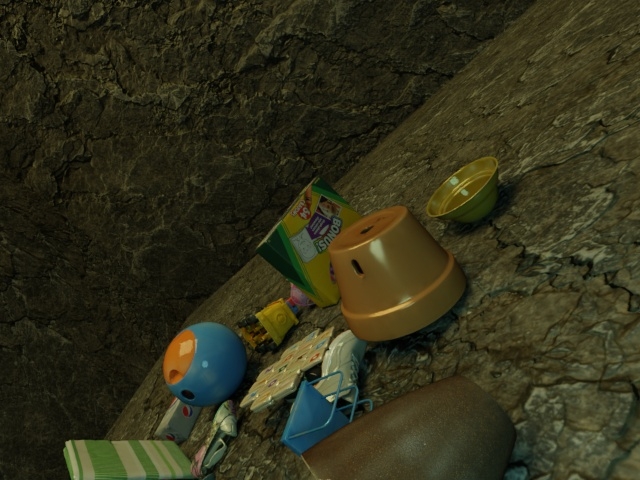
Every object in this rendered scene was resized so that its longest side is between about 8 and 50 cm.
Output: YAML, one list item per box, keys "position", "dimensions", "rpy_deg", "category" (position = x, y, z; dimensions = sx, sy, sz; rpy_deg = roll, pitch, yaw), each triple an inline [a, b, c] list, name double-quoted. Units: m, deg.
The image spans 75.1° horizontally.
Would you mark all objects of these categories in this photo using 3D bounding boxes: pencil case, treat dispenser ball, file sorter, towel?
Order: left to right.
- position: [-0.546, 0.638, 1.201]
  dimensions: [0.248, 0.325, 0.038]
  rpy_deg: [0, 74, 53]
  category: "towel"
- position: [-0.404, 0.435, 1.475]
  dimensions: [0.288, 0.288, 0.288]
  rpy_deg: [-43, 14, 13]
  category: "treat dispenser ball"
- position: [-0.060, 0.154, 1.609]
  dimensions: [0.124, 0.124, 0.284]
  rpy_deg: [-45, 11, 5]
  category: "pencil case"
- position: [0.043, 0.324, 0.703]
  dimensions: [0.104, 0.170, 0.118]
  rpy_deg: [-33, 18, 33]
  category: "file sorter"

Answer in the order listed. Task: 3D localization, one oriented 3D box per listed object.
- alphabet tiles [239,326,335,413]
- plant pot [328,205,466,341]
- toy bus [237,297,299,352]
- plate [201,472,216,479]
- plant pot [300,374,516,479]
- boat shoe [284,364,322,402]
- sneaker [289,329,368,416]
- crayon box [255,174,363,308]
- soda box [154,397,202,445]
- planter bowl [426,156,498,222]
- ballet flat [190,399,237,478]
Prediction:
- position: [-0.079, 0.329, 1.077]
  dimensions: [0.278, 0.021, 0.284]
  rpy_deg: [-37, 4, 20]
  category: "alphabet tiles"
- position: [0.148, 0.057, 0.944]
  dimensions: [0.291, 0.203, 0.291]
  rpy_deg: [-29, 13, 7]
  category: "plant pot"
- position: [-0.179, 0.296, 1.556]
  dimensions: [0.211, 0.149, 0.220]
  rpy_deg: [-39, 4, -36]
  category: "toy bus"
- position: [-0.308, 0.643, 0.982]
  dimensions: [0.188, 0.024, 0.188]
  rpy_deg: [-50, -20, -26]
  category: "plate"
- position: [0.130, 0.288, 0.528]
  dimensions: [0.230, 0.215, 0.215]
  rpy_deg: [-34, 9, -17]
  category: "plant pot"
- position: [-0.039, 0.358, 1.060]
  dimensions: [0.228, 0.069, 0.081]
  rpy_deg: [-34, 17, 40]
  category: "boat shoe"
- position: [0.053, 0.313, 0.911]
  dimensions: [0.121, 0.099, 0.262]
  rpy_deg: [-2, 44, 47]
  category: "sneaker"
- position: [0.000, 0.000, 1.471]
  dimensions: [0.106, 0.313, 0.363]
  rpy_deg: [-33, 18, 53]
  category: "crayon box"
- position: [-0.524, 0.646, 1.629]
  dimensions: [0.091, 0.098, 0.286]
  rpy_deg: [-40, 15, 23]
  category: "soda box"
- position: [0.391, -0.111, 1.090]
  dimensions: [0.217, 0.090, 0.217]
  rpy_deg: [-43, 13, 12]
  category: "planter bowl"
- position: [-0.291, 0.577, 1.208]
  dimensions: [0.079, 0.077, 0.221]
  rpy_deg: [-8, 41, 40]
  category: "ballet flat"
